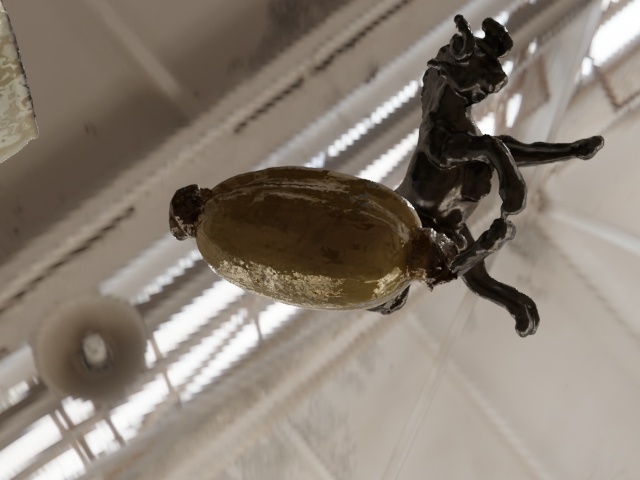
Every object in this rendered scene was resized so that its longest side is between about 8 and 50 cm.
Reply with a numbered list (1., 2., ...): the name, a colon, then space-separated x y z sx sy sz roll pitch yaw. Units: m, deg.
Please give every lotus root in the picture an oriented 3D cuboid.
1. lotus root: 0.000 0.000 0.924 0.150 0.062 0.073 11 -148 18

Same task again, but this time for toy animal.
1. toy animal: 0.105 -0.037 1.356 0.148 0.084 0.233 36 -63 40

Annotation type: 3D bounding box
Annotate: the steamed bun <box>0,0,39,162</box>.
1. steamed bun: -0.315 -0.155 1.402 0.164 0.242 0.146 -19 -125 -9
